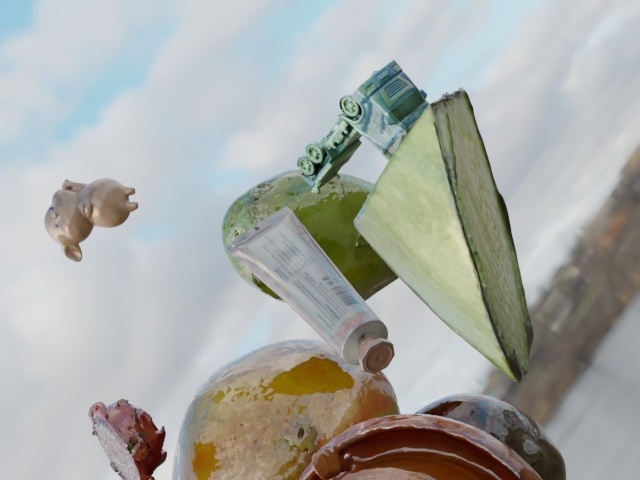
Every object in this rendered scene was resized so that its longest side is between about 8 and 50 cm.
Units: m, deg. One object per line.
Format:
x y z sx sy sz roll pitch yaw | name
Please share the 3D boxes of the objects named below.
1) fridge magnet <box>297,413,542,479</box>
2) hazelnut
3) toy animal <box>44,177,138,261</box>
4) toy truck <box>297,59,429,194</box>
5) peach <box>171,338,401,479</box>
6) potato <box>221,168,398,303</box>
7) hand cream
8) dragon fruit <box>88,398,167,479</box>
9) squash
0.105 0.361 1.632 0.155 0.363 0.364 -13 -42 -59 | fridge magnet
0.199 0.290 1.923 0.229 0.229 0.229 -51 -12 -15 | hazelnut
-0.316 -0.036 2.140 0.150 0.089 0.083 -21 37 23 | toy animal
0.041 -0.094 1.530 0.067 0.081 0.175 -40 -7 -39 | toy truck
-0.046 0.285 2.065 0.372 0.289 0.373 -162 90 -89 | peach
0.000 0.000 2.004 0.148 0.253 0.186 -130 39 -74 | potato
-0.006 0.041 1.309 0.067 0.210 0.043 -34 -46 -9 | hand cream
-0.228 0.240 1.917 0.068 0.126 0.112 -30 -49 -26 | dragon fruit
0.070 0.005 0.973 0.085 0.184 0.192 -14 4 14 | squash
